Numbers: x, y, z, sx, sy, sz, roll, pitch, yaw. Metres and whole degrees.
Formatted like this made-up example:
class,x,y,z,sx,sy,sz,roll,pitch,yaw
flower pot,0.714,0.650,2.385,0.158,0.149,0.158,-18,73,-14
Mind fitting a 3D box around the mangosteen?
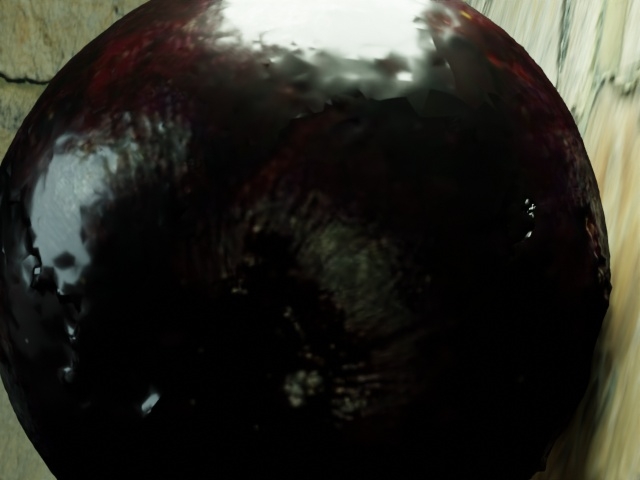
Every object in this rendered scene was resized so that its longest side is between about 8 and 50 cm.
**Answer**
class,x,y,z,sx,sy,sz,roll,pitch,yaw
mangosteen,0.000,0.000,0.581,0.250,0.211,0.211,-56,-16,-65
